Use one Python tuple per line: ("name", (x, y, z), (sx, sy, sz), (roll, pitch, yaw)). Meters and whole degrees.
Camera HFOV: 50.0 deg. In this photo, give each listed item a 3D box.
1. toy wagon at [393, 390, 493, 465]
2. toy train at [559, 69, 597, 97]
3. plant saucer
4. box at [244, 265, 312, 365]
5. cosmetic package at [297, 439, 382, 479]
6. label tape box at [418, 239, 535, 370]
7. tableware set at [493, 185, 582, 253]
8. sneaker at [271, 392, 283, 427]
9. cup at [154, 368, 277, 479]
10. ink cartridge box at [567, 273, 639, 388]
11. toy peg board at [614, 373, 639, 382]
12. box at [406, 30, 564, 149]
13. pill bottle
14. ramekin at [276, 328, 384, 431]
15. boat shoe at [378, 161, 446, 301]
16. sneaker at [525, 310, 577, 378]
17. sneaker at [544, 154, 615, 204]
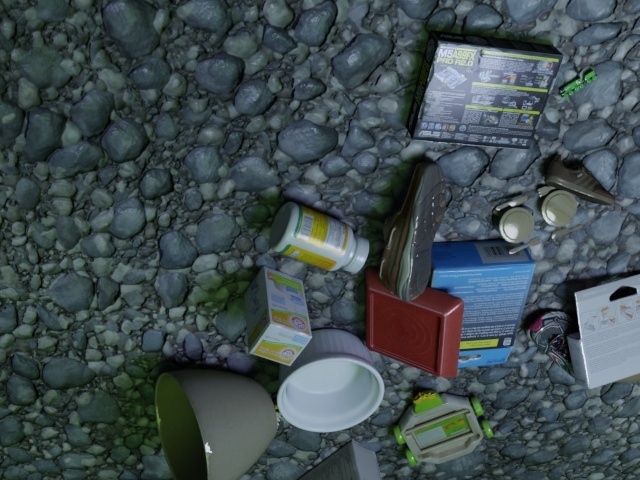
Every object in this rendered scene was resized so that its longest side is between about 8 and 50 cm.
("toy wagon", (0.350, 0.536, 2.023), (0.267, 0.068, 0.344), (-23, 126, 7))
("toy train", (0.542, -0.330, 1.447), (0.083, 0.017, 0.024), (-32, 115, 15))
("plant saucer", (0.214, 0.214, 1.679), (0.259, 0.048, 0.259), (17, 130, 26))
("box", (-0.102, 0.174, 1.598), (0.114, 0.203, 0.103), (23, 120, -23))
("cosmetic package", (0.035, 0.766, 2.085), (0.309, 0.160, 0.113), (-40, 123, 21))
("label tape box", (0.371, 0.167, 1.729), (0.249, 0.115, 0.348), (-3, 130, -6))
("tableware set", (0.508, -0.059, 1.621), (0.194, 0.039, 0.128), (-21, 104, -1))
("sneaker", (-0.132, 0.502, 1.909), (0.069, 0.084, 0.185), (24, 119, -24))
("cup", (-0.252, 0.469, 1.753), (0.236, 0.331, 0.331), (-11, 131, -32))
("ink cartridge box", (0.793, 0.225, 1.811), (0.296, 0.066, 0.261), (-13, 95, -15))
("toy peg board", (0.898, 0.334, 1.968), (0.161, 0.079, 0.161), (1, 142, -9))
("box", (0.332, -0.302, 1.408), (0.270, 0.060, 0.216), (3, 125, -11))
("pill bottle", (0.000, 0.000, 1.541), (0.208, 0.118, 0.118), (20, 121, -22))
("ramekin", (0.018, 0.361, 1.798), (0.277, 0.135, 0.277), (-5, 126, -6))
("boat shoe", (0.193, -0.024, 1.548), (0.123, 0.116, 0.325), (-7, 114, -50))
("sneaker", (0.677, 0.292, 1.867), (0.299, 0.112, 0.121), (34, 115, -28))
("sneaker", (0.600, -0.136, 1.562), (0.188, 0.066, 0.071), (18, 89, -19))
